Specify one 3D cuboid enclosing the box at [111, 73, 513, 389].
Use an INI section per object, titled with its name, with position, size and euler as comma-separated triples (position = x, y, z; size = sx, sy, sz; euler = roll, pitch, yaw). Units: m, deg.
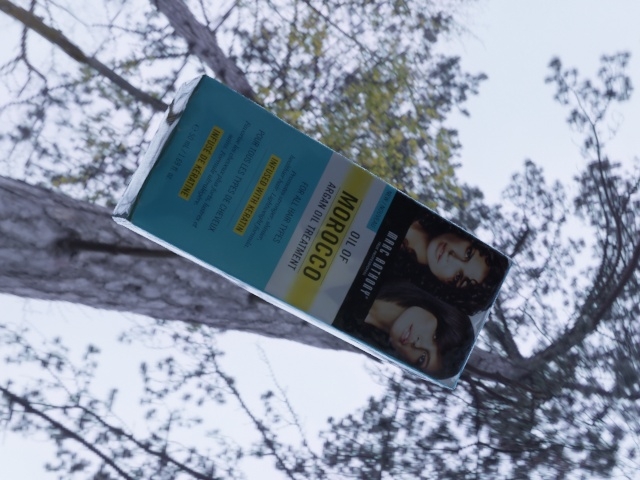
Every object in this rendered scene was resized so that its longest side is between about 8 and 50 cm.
[box]
position = 0.000, 0.000, 0.578
size = 0.100, 0.244, 0.060
euler = -64, -159, -7
